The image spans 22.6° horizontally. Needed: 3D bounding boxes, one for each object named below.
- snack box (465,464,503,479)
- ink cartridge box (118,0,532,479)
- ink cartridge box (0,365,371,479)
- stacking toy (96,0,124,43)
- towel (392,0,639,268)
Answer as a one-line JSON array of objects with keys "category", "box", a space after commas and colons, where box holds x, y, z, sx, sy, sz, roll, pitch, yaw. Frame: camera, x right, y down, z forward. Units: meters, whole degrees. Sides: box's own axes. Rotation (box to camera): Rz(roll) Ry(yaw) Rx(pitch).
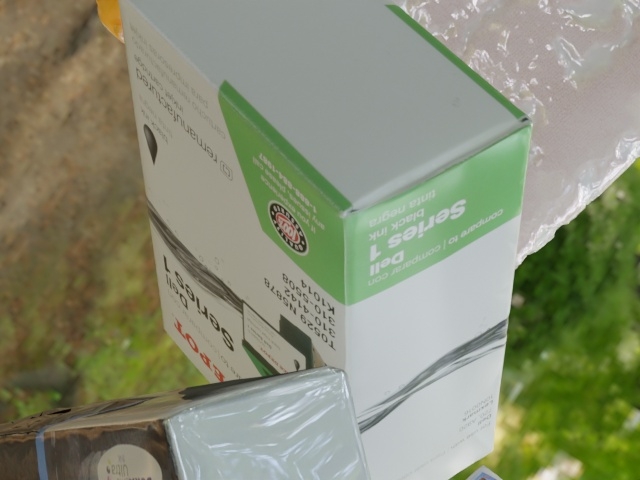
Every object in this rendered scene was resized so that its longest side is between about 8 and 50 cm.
[{"category": "snack box", "box": [0.178, 0.246, 1.235, 0.064, 0.178, 0.022, -29, 151, -54]}, {"category": "ink cartridge box", "box": [0.000, 0.000, 0.688, 0.092, 0.160, 0.219, -29, 143, -23]}, {"category": "ink cartridge box", "box": [-0.021, 0.208, 0.468, 0.065, 0.332, 0.165, -13, 178, -34]}, {"category": "stacking toy", "box": [-0.063, -0.135, 1.396, 0.166, 0.302, 0.175, -53, -166, 40]}, {"category": "towel", "box": [0.110, -0.196, 0.896, 0.332, 0.317, 0.053, -41, -178, -11]}]
